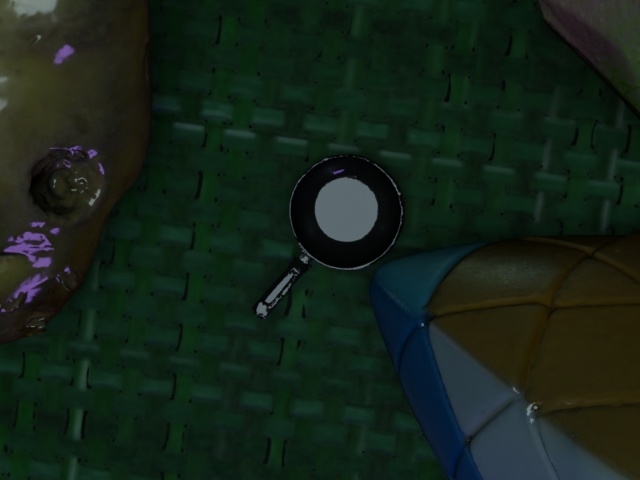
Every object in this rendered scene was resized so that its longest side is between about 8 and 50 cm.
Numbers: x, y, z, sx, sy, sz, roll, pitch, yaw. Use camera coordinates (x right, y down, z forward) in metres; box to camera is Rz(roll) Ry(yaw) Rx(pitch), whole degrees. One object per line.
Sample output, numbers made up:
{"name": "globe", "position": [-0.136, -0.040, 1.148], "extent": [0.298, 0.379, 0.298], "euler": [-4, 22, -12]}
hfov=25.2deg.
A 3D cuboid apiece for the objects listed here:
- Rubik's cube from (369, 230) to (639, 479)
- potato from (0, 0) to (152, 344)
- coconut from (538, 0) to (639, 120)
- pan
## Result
{"name": "Rubik's cube", "position": [0.155, 0.130, 0.763], "extent": [0.254, 0.254, 0.254], "euler": [0, 96, 3]}
{"name": "potato", "position": [-0.189, -0.087, 0.791], "extent": [0.191, 0.141, 0.296], "euler": [6, 103, 4]}
{"name": "coconut", "position": [0.216, -0.142, 0.737], "extent": [0.235, 0.236, 0.205], "euler": [-2, 73, 3]}
{"name": "pan", "position": [0.000, 0.000, 0.849], "extent": [0.068, 0.023, 0.115], "euler": [42, 94, -3]}
